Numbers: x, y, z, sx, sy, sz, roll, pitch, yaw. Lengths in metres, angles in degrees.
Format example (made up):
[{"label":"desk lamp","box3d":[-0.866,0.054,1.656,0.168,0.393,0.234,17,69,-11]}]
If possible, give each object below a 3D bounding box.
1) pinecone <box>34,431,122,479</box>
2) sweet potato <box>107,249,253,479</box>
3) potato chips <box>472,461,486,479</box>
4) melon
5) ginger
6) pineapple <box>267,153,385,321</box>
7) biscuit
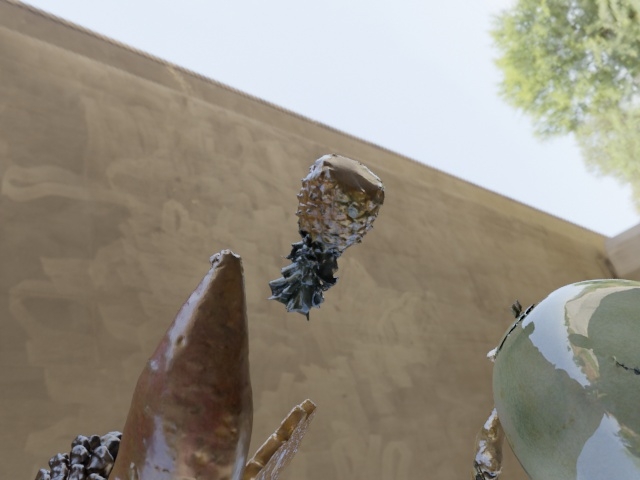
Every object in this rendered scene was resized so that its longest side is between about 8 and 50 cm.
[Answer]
[{"label":"pinecone","box3d":[-0.324,0.392,0.865,0.202,0.229,0.201,23,171,18]},{"label":"sweet potato","box3d":[-0.118,0.175,0.550,0.131,0.131,0.336,24,-97,-37]},{"label":"potato chips","box3d":[0.248,0.407,0.816,0.142,0.026,0.209,38,-152,-37]},{"label":"melon","box3d":[0.332,0.176,0.626,0.330,0.268,0.268,41,-154,28]},{"label":"ginger","box3d":[0.271,0.307,0.937,0.089,0.075,0.288,41,-117,-65]},{"label":"pineapple","box3d":[-0.001,0.000,0.907,0.128,0.248,0.128,20,-154,-10]},{"label":"biscuit","box3d":[-0.059,0.254,0.697,0.027,0.133,0.184,31,-147,14]}]
